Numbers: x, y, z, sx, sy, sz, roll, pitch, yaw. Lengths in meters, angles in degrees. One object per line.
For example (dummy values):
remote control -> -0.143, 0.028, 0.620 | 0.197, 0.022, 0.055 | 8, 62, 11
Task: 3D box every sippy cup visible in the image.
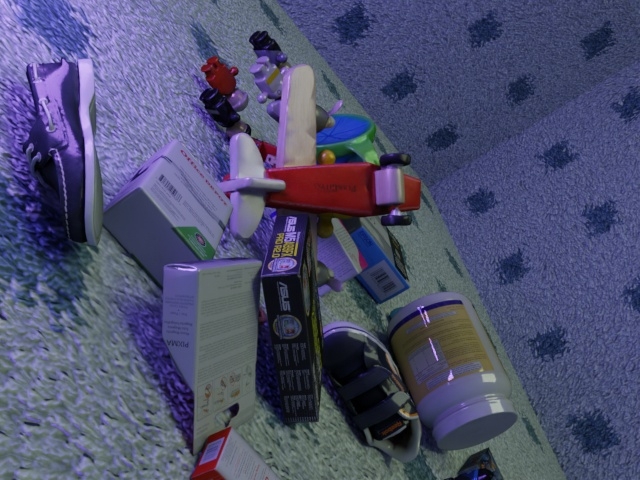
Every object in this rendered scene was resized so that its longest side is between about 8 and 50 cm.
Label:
sippy cup -> 0.031, -0.178, 1.712 | 0.306, 0.239, 0.224 | -96, 179, -61

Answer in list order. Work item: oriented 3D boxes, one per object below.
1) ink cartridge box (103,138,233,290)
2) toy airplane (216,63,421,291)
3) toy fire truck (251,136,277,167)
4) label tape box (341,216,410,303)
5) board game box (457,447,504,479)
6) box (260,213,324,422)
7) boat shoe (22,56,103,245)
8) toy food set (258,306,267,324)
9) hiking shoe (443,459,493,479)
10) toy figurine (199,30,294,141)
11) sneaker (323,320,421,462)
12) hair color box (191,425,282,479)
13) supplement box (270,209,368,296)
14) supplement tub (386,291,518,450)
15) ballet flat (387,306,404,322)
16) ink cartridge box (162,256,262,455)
ink cartridge box -> -0.223, -0.043, 1.019 | 0.153, 0.086, 0.208 | 52, 19, -19
toy airplane -> -0.034, -0.093, 1.336 | 0.384, 0.386, 0.272 | 45, -13, -11
toy fire truck -> -0.088, -0.178, 1.530 | 0.191, 0.047, 0.135 | 21, 13, -3
label tape box -> 0.129, -0.021, 1.942 | 0.249, 0.115, 0.348 | 50, 20, -27
board game box -> 0.426, 0.634, 1.733 | 0.194, 0.060, 0.194 | 29, 33, -56
box -> -0.038, 0.121, 1.098 | 0.216, 0.060, 0.270 | -85, 169, -65
boat shoe -> -0.328, -0.116, 0.855 | 0.114, 0.091, 0.303 | 105, -26, -46
toy food set -> -0.126, 0.110, 1.143 | 0.083, 0.020, 0.082 | 62, 17, 12
hiking shoe -> 0.383, 0.643, 1.465 | 0.304, 0.132, 0.113 | 60, 17, 3
toy figurine -> -0.157, -0.344, 1.527 | 0.148, 0.209, 0.213 | 52, 18, -39
sneaker -> 0.106, 0.296, 1.297 | 0.321, 0.126, 0.127 | 52, 12, -25
hair color box -> -0.092, 0.308, 0.840 | 0.141, 0.043, 0.072 | 52, 27, -18
supplement box -> 0.000, 0.000, 1.537 | 0.220, 0.113, 0.111 | 58, 16, 3
supplement tub -> 0.324, 0.322, 1.675 | 0.241, 0.241, 0.332 | 38, 27, -50
ballet flat -> 0.285, 0.289, 1.887 | 0.247, 0.087, 0.083 | 57, 16, -6
ink cartridge box -> -0.144, 0.143, 0.911 | 0.189, 0.066, 0.233 | -4, 101, -71
